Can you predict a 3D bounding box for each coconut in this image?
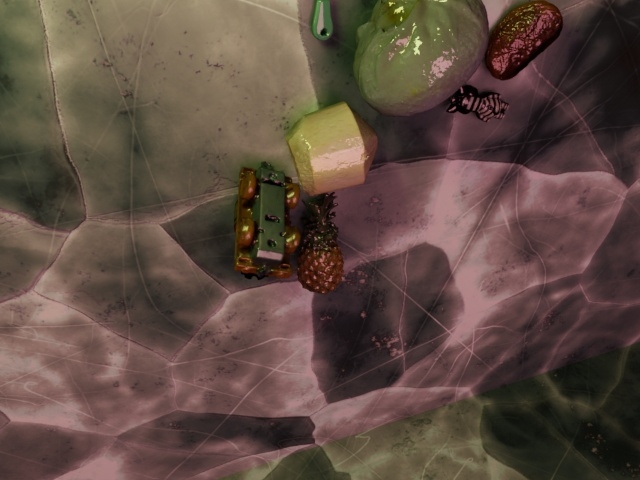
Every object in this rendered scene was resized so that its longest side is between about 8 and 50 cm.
[{"bbox_3d":[0.040,-0.253,1.365,0.244,0.239,0.239,-19,128,-2],"label":"coconut"}]

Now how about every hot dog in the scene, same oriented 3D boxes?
[{"bbox_3d":[0.559,-0.553,1.379,0.227,0.099,0.160,-42,125,17],"label":"hot dog"}]

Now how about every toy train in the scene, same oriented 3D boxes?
[{"bbox_3d":[-0.167,-0.055,1.401,0.163,0.369,0.231,10,149,-20],"label":"toy train"}]

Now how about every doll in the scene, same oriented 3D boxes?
[{"bbox_3d":[0.470,-0.410,1.480,0.219,0.067,0.091,5,120,-27],"label":"doll"}]

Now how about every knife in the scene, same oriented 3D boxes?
[{"bbox_3d":[0.017,-0.628,1.210,0.063,0.034,0.260,-6,123,-18],"label":"knife"}]

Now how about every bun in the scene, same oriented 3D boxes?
[{"bbox_3d":[0.223,-0.479,1.186,0.362,0.362,0.211,-44,128,16],"label":"bun"}]

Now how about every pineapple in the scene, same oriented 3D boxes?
[{"bbox_3d":[0.000,0.000,1.585,0.169,0.169,0.340,-6,124,-12],"label":"pineapple"}]
